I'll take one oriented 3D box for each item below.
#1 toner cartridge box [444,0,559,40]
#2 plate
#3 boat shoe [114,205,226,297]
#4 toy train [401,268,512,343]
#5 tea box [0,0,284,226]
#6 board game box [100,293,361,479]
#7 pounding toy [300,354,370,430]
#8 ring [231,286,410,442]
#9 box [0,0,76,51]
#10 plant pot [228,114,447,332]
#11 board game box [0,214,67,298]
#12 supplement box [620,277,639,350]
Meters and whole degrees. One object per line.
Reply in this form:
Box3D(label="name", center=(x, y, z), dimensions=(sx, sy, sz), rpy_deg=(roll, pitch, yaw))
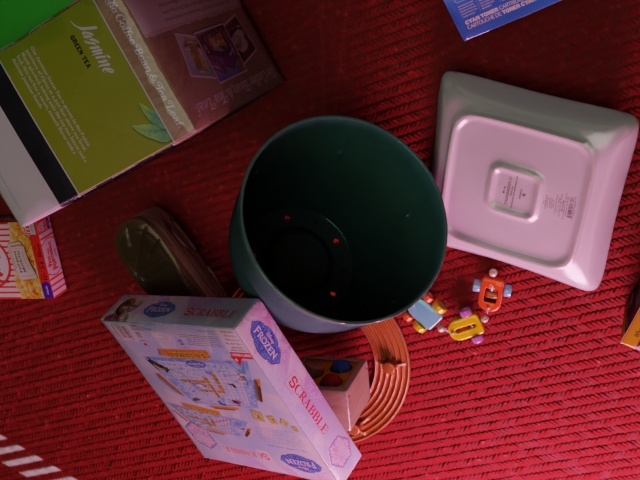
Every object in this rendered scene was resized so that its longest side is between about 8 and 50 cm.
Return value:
Box3D(label="toner cartridge box", center=(0.308, -0.399, 1.268), dimensions=(0.348, 0.075, 0.165), rpy_deg=(-20, 116, 25))
Box3D(label="plate", center=(0.276, -0.074, 1.400), dimensions=(0.278, 0.045, 0.277), rpy_deg=(18, 123, 21))
Box3D(label="boat shoe", center=(-0.201, 0.097, 1.640), dimensions=(0.122, 0.110, 0.341), rpy_deg=(-24, 101, 25))
Box3D(label="toy train", center=(0.207, 0.090, 1.532), dimensions=(0.166, 0.046, 0.125), rpy_deg=(6, 111, 14))
Box3D(label="tea box", center=(-0.278, -0.217, 1.423), dimensions=(0.324, 0.329, 0.220), rpy_deg=(-24, 100, 25))
Box3D(label="board game box", center=(-0.137, 0.219, 1.505), dimensions=(0.319, 0.066, 0.318), rpy_deg=(0, 129, 44))
Box3D(label="pounding toy", center=(-0.010, 0.229, 1.577), dimensions=(0.141, 0.130, 0.100), rpy_deg=(1, 110, 19))
Box3D(label="ring", center=(-0.017, 0.198, 1.659), dimensions=(0.337, 0.032, 0.336), rpy_deg=(7, 112, 18))
Box3D(label="box", center=(-0.372, -0.373, 1.451), dimensions=(0.262, 0.231, 0.126), rpy_deg=(-21, 103, 25))
Box3D(label="plant pot", center=(0.000, 0.000, 1.435), dimensions=(0.293, 0.293, 0.235), rpy_deg=(45, 156, -1))
Box3D(label="board game box", center=(-0.557, 0.030, 1.777), dimensions=(0.194, 0.045, 0.146), rpy_deg=(-2, 109, 21))
Box3D(label="supplement box", center=(0.540, 0.078, 1.359), dimensions=(0.194, 0.129, 0.191), rpy_deg=(24, 117, 9))
